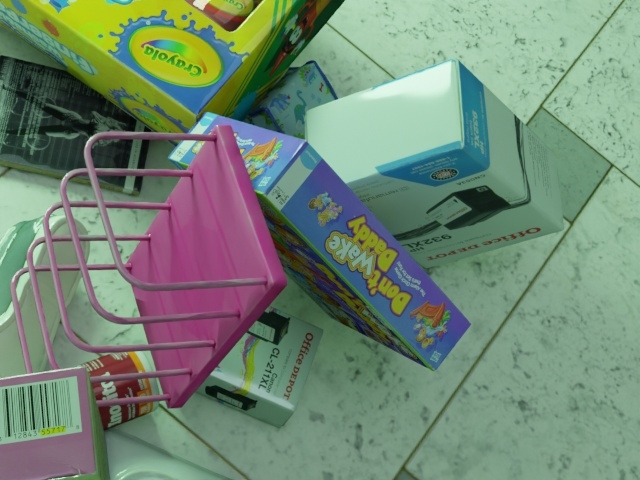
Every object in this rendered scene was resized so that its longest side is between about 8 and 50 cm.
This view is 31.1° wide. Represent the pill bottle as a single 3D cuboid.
[{"bbox_3d":[-0.277,0.189,1.377,0.152,0.086,0.086,-19,73,-26],"label":"pill bottle"}]

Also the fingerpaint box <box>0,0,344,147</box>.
[{"bbox_3d":[-0.223,-0.381,1.550,0.445,0.163,0.371,35,72,10],"label":"fingerpaint box"}]

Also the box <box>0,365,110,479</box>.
[{"bbox_3d":[-0.335,0.243,1.212,0.214,0.243,0.117,-8,62,-9],"label":"box"}]

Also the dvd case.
[{"bbox_3d":[-0.341,-0.157,1.564,0.221,0.018,0.164,12,60,-13],"label":"dvd case"}]

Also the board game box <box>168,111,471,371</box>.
[{"bbox_3d":[0.000,0.000,1.393,0.078,0.233,0.347,-51,124,-11],"label":"board game box"}]

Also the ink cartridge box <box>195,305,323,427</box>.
[{"bbox_3d":[-0.099,0.143,1.472,0.175,0.072,0.127,24,59,-7],"label":"ink cartridge box"}]

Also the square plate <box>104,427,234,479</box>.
[{"bbox_3d":[-0.160,0.424,1.326,0.344,0.049,0.347,24,59,-8],"label":"square plate"}]

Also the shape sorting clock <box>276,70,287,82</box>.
[{"bbox_3d":[-0.136,-0.273,1.637,0.206,0.040,0.206,-4,63,9],"label":"shape sorting clock"}]

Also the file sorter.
[{"bbox_3d":[-0.204,0.039,1.252,0.182,0.290,0.202,-2,59,-34],"label":"file sorter"}]

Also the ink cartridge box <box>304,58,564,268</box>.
[{"bbox_3d":[0.155,-0.088,1.511,0.307,0.223,0.129,30,50,-51],"label":"ink cartridge box"}]

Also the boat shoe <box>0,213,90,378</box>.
[{"bbox_3d":[-0.391,0.107,1.391,0.099,0.116,0.319,7,61,33],"label":"boat shoe"}]

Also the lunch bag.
[{"bbox_3d":[-0.031,-0.156,1.634,0.129,0.096,0.151,-49,117,-31],"label":"lunch bag"}]
